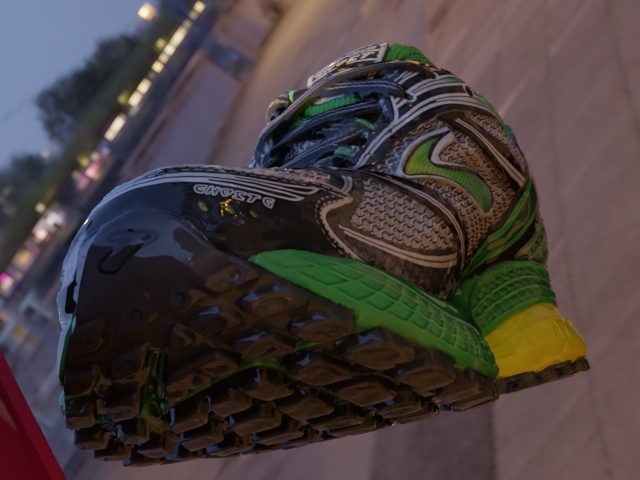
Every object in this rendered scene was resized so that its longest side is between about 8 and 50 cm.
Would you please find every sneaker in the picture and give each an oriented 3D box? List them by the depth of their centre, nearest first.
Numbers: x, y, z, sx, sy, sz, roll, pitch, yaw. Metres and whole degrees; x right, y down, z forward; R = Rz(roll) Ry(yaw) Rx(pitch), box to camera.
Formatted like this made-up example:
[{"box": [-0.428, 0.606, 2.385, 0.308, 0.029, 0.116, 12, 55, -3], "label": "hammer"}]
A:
[{"box": [0.000, 0.000, 0.620, 0.134, 0.146, 0.343, -14, -5, 18], "label": "sneaker"}]

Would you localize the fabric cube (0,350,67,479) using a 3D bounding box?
[{"box": [-0.188, 0.151, 0.405, 0.254, 0.259, 0.258, -28, 2, 7], "label": "fabric cube"}]
